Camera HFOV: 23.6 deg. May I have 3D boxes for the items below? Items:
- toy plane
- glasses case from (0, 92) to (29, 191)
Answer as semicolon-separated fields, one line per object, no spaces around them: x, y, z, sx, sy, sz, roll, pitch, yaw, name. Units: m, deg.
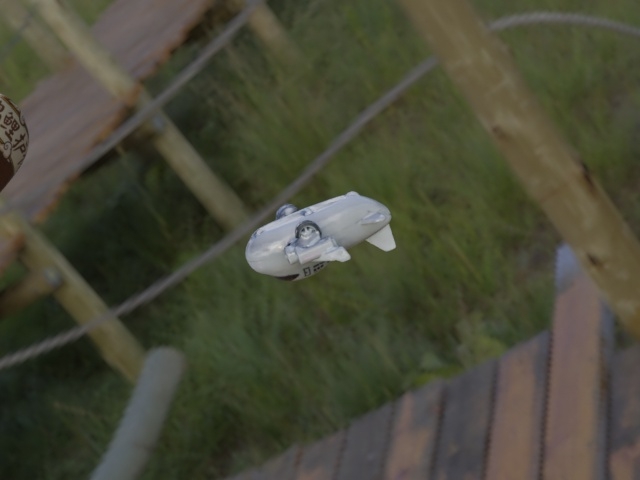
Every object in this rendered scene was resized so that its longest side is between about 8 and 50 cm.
-0.001;-0.003;1.739;0.174;0.080;0.174;-15;15;4;toy plane
-0.476;-0.053;1.838;0.082;0.122;0.321;22;59;35;glasses case
